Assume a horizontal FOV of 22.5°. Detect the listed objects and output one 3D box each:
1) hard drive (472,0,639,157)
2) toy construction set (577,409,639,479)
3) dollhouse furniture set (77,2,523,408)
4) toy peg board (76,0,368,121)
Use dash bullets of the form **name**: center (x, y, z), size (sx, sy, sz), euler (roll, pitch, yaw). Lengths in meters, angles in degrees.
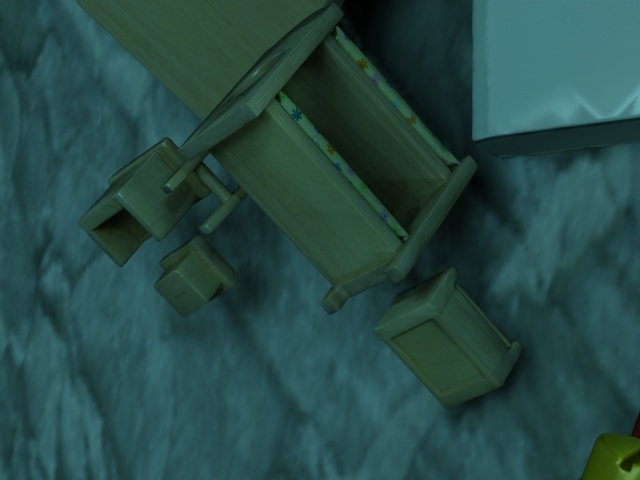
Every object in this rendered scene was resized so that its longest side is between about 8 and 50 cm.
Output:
- **hard drive**: center (0.172, -0.204, 0.786), size (0.203, 0.040, 0.307), euler (-6, 75, 29)
- **toy construction set**: center (0.108, 0.179, 0.562), size (0.309, 0.237, 0.257), euler (-53, 54, 34)
- **dollhouse furniture set**: center (0.000, 0.000, 0.824), size (0.182, 0.101, 0.161), euler (48, 137, -13)
- **toy peg board**: center (-0.031, -0.155, 0.882), size (0.161, 0.079, 0.160), euler (44, 117, 30)
